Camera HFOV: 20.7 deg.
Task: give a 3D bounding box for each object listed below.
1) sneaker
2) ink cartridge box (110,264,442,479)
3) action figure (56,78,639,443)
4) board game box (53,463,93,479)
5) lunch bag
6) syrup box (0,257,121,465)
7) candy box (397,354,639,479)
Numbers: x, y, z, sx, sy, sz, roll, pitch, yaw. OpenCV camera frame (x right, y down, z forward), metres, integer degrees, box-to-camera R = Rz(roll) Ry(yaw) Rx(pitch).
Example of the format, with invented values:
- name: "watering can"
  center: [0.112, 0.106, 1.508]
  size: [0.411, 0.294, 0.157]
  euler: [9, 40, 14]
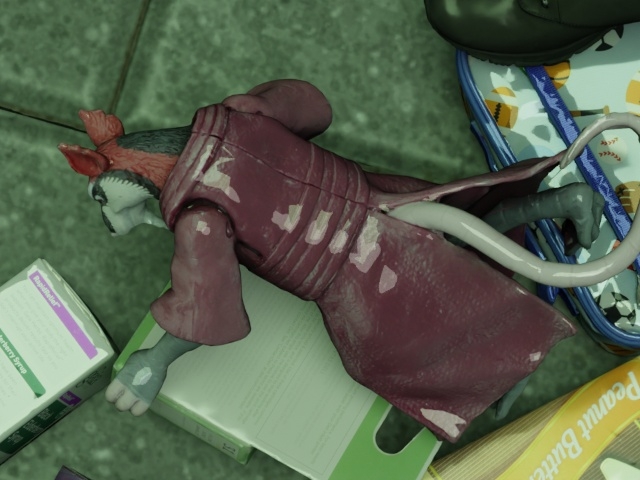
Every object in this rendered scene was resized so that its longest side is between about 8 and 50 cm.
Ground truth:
- name: "sneaker"
  center: [0.213, -0.196, 1.226]
  size: [0.286, 0.130, 0.109]
  euler: [-9, 79, 5]
- name: "ink cartridge box"
  center: [-0.013, 0.092, 1.300]
  size: [0.235, 0.056, 0.171]
  euler: [30, 65, 5]
- name: "action figure"
  center: [0.000, 0.000, 1.174]
  size: [0.370, 0.276, 0.248]
  euler: [22, 65, -16]
- name: "board game box"
  center: [-0.187, 0.351, 1.218]
  size: [0.208, 0.056, 0.347]
  euler: [36, 80, -37]
- name: "lunch bag"
  center: [0.246, -0.067, 1.322]
  size: [0.243, 0.115, 0.303]
  euler: [-27, 80, -2]
- name: "syrup box"
  center: [-0.266, 0.123, 1.298]
  size: [0.237, 0.093, 0.096]
  euler: [-36, 82, -6]
- name: "candy box"
  center: [0.143, 0.235, 1.280]
  size: [0.316, 0.087, 0.183]
  euler: [-26, 80, -4]
